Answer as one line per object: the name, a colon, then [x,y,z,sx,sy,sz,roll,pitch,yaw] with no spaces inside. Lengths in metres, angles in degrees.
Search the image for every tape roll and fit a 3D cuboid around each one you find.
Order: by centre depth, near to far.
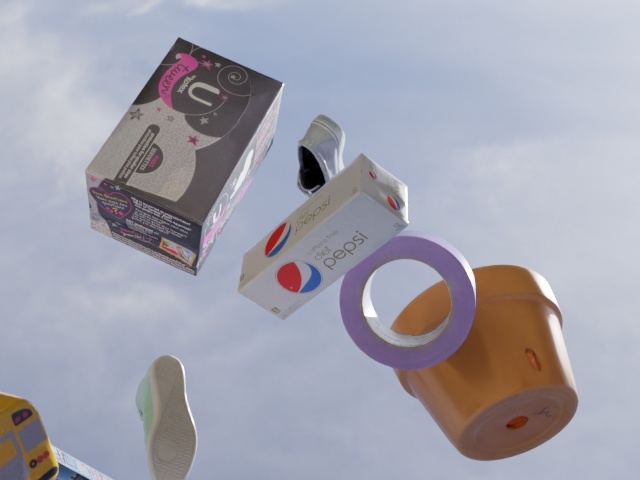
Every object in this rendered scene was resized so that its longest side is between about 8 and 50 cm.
tape roll: [0.125,0.082,1.237,0.189,0.189,0.080,-1,-175,12]

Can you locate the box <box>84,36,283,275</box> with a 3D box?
box: [-0.173,-0.112,1.127,0.163,0.142,0.247,24,-122,3]

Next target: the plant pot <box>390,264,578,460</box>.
plant pot: [0.270,0.208,1.377,0.291,0.291,0.203,-13,-133,-7]

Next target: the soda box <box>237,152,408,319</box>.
soda box: [0.000,0.000,0.995,0.216,0.074,0.069,-39,-150,32]

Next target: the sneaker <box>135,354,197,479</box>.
sneaker: [-0.308,0.369,1.711,0.094,0.151,0.256,5,-116,-23]

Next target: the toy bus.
toy bus: [-0.426,0.213,0.910,0.333,0.130,0.108,4,-152,35]

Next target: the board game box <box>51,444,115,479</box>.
board game box: [-0.375,0.319,1.074,0.194,0.194,0.060,-42,-158,-13]

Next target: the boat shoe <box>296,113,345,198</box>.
boat shoe: [-0.008,-0.115,1.438,0.079,0.227,0.081,35,-113,19]
